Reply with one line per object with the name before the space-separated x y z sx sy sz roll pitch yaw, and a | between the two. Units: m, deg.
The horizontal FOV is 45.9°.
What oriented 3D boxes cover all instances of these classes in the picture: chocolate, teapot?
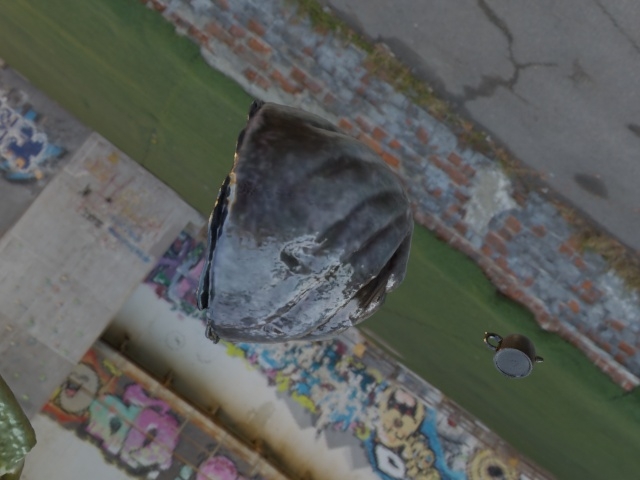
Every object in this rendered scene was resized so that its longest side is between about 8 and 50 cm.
chocolate | 0.000 0.000 0.897 0.213 0.303 0.303 11 169 6
teapot | 0.365 0.209 1.435 0.121 0.068 0.076 27 130 10

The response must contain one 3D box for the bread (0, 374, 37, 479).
bread | -0.584 0.335 1.140 0.239 0.395 0.264 18 158 52
